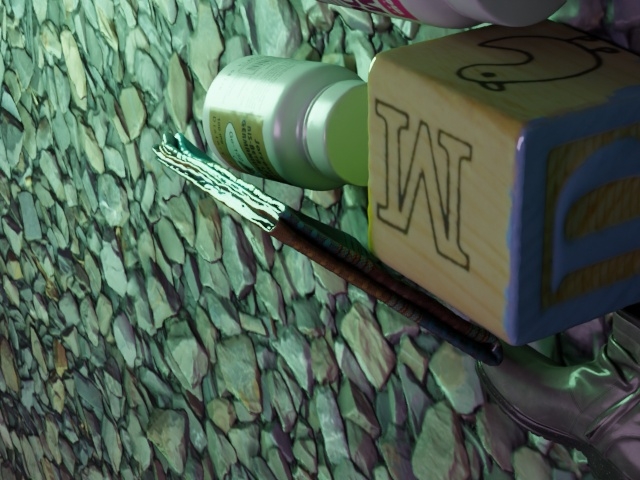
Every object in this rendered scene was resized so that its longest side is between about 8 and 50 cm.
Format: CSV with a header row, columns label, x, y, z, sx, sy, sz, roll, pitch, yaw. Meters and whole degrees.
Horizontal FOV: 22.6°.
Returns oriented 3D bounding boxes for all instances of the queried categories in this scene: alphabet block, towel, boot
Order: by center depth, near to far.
label,x,y,z,sx,sy,sz,roll,pitch,yaw
alphabet block,0.168,-0.056,1.314,0.197,0.192,0.193,33,130,47
boot,0.248,0.112,1.396,0.246,0.083,0.161,39,129,38
towel,0.000,0.000,1.541,0.040,0.271,0.370,-59,25,1

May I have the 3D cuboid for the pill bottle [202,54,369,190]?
label,x,y,z,sx,sy,sz,roll,pitch,yaw
pill bottle,-0.014,-0.119,1.646,0.229,0.131,0.131,16,119,56

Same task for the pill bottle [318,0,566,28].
label,x,y,z,sx,sy,sz,roll,pitch,yaw
pill bottle,0.086,-0.267,1.367,0.283,0.160,0.160,23,124,54
